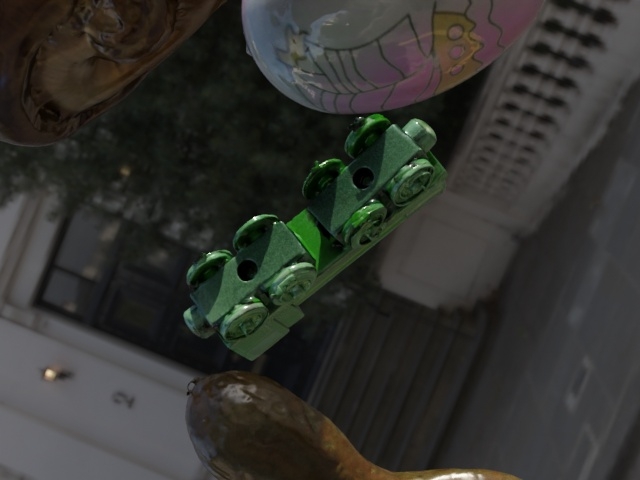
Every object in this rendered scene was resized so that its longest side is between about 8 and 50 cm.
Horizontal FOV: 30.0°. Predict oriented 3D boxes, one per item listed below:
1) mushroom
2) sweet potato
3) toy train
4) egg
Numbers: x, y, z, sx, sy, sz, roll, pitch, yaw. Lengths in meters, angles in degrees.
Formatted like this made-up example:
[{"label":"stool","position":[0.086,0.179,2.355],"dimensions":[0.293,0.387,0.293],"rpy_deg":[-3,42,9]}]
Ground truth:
[{"label":"mushroom","position":[-0.149,-0.175,0.783],"dimensions":[0.253,0.153,0.253],"rpy_deg":[-38,-4,-3]},{"label":"sweet potato","position":[0.017,0.151,0.761],"dimensions":[0.062,0.233,0.081],"rpy_deg":[-86,19,-66]},{"label":"toy train","position":[0.000,0.000,0.979],"dimensions":[0.251,0.085,0.119],"rpy_deg":[-38,-23,3]},{"label":"egg","position":[0.065,-0.210,1.053],"dimensions":[0.196,0.271,0.196],"rpy_deg":[0,-90,-82]}]
